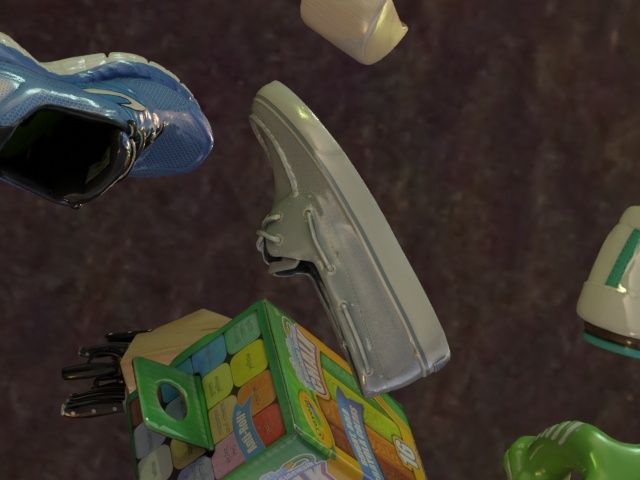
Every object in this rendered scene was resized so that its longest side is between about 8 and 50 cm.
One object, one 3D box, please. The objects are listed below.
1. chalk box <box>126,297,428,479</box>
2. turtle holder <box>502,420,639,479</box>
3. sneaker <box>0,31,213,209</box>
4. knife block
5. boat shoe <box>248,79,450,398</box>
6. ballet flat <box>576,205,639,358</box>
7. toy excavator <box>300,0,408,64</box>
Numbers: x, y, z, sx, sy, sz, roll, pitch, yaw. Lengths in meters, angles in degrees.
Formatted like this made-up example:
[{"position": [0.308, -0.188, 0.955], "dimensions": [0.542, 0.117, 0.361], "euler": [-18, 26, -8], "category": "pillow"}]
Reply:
[{"position": [-0.054, 0.191, 1.388], "dimensions": [0.179, 0.180, 0.289], "euler": [-36, 130, 17], "category": "chalk box"}, {"position": [0.313, 0.329, 1.490], "dimensions": [0.227, 0.320, 0.243], "euler": [111, 5, -49], "category": "turtle holder"}, {"position": [-0.204, -0.082, 1.308], "dimensions": [0.330, 0.147, 0.130], "euler": [2, 130, -54], "category": "sneaker"}, {"position": [-0.214, 0.185, 2.049], "dimensions": [0.242, 0.276, 0.088], "euler": [-25, 112, -30], "category": "knife block"}, {"position": [0.000, 0.001, 1.018], "dimensions": [0.081, 0.227, 0.079], "euler": [-29, 170, -8], "category": "boat shoe"}, {"position": [0.362, 0.040, 1.264], "dimensions": [0.400, 0.139, 0.139], "euler": [8, 93, -45], "category": "ballet flat"}, {"position": [0.177, -0.403, 1.563], "dimensions": [0.433, 0.222, 0.445], "euler": [-59, 165, 24], "category": "toy excavator"}]
